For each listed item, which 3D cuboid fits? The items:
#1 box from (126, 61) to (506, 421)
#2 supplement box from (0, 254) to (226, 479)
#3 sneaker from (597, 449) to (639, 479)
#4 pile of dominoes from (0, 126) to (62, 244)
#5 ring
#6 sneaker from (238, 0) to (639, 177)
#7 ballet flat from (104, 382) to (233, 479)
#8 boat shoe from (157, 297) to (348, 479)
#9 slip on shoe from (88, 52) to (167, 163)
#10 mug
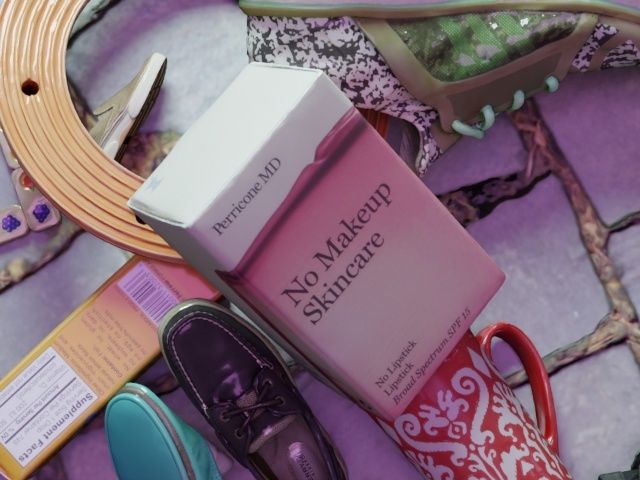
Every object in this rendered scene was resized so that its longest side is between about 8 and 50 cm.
[{"bbox_3d":[0.000,0.000,0.869,0.232,0.127,0.148,45,78,-28],"label":"box"},{"bbox_3d":[-0.185,0.095,0.965,0.233,0.078,0.080,-41,87,-4],"label":"supplement box"},{"bbox_3d":[0.285,0.242,0.965,0.089,0.051,0.170,-12,81,1],"label":"sneaker"},{"bbox_3d":[-0.359,-0.099,1.005,0.196,0.040,0.251,-21,83,-3],"label":"pile of dominoes"},{"bbox_3d":[-0.103,-0.136,0.975,0.336,0.032,0.336,6,68,-14],"label":"ring"},{"bbox_3d":[0.116,-0.143,0.969,0.410,0.158,0.182,4,103,-9],"label":"sneaker"},{"bbox_3d":[-0.099,0.223,0.950,0.083,0.087,0.247,-21,92,34],"label":"ballet flat"},{"bbox_3d":[-0.044,0.141,0.929,0.080,0.073,0.223,-37,108,-5],"label":"boat shoe"},{"bbox_3d":[-0.177,-0.106,1.004,0.041,0.051,0.135,28,92,0],"label":"slip on shoe"},{"bbox_3d":[0.139,0.154,0.947,0.150,0.113,0.169,-37,88,-3],"label":"mug"}]
